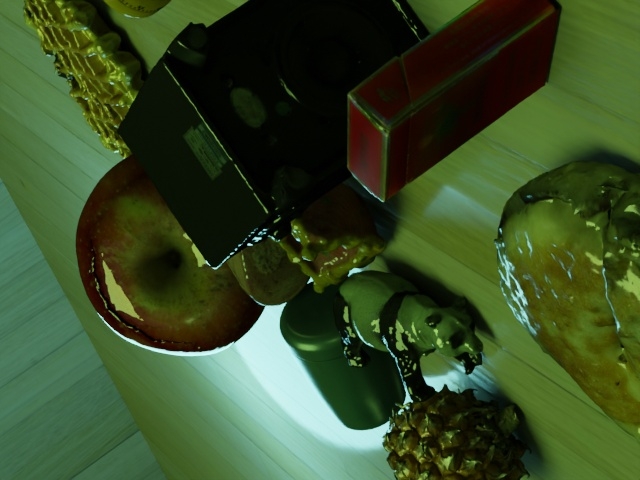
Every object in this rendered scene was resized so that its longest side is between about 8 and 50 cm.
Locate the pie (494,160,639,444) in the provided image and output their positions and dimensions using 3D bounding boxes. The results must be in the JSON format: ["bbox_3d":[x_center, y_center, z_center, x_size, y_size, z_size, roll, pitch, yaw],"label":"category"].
[{"bbox_3d":[0.272,0.074,1.446,0.339,0.077,0.339,43,158,22],"label":"pie"}]

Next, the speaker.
[{"bbox_3d":[-0.027,-0.122,1.609,0.184,0.232,0.254,54,159,1],"label":"speaker"}]

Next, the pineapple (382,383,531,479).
[{"bbox_3d":[0.171,0.224,1.967,0.176,0.137,0.161,49,-154,2],"label":"pineapple"}]

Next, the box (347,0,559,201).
[{"bbox_3d":[0.099,-0.117,1.363,0.048,0.175,0.112,47,161,21],"label":"box"}]

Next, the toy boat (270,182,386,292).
[{"bbox_3d":[0.002,-0.006,1.946,0.141,0.099,0.318,19,173,4],"label":"toy boat"}]

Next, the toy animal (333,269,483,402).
[{"bbox_3d":[0.098,0.097,1.946,0.225,0.094,0.121,24,139,59],"label":"toy animal"}]

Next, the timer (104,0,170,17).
[{"bbox_3d":[-0.213,-0.298,1.982,0.109,0.107,0.107,-29,97,42],"label":"timer"}]

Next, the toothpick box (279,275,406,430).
[{"bbox_3d":[0.033,0.141,2.153,0.120,0.120,0.184,36,159,47],"label":"toothpick box"}]

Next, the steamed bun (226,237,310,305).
[{"bbox_3d":[-0.067,-0.022,2.131,0.145,0.106,0.175,-131,29,-65],"label":"steamed bun"}]

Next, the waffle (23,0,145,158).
[{"bbox_3d":[-0.312,-0.238,2.460,0.283,0.065,0.309,46,158,20],"label":"waffle"}]

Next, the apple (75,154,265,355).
[{"bbox_3d":[-0.187,0.016,2.295,0.272,0.251,0.206,41,-176,-6],"label":"apple"}]
